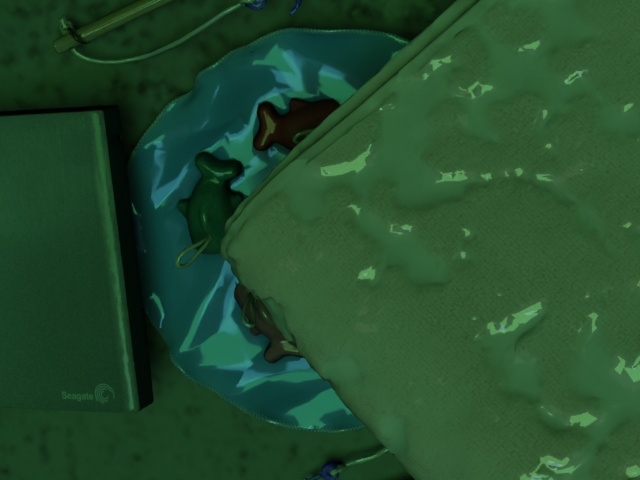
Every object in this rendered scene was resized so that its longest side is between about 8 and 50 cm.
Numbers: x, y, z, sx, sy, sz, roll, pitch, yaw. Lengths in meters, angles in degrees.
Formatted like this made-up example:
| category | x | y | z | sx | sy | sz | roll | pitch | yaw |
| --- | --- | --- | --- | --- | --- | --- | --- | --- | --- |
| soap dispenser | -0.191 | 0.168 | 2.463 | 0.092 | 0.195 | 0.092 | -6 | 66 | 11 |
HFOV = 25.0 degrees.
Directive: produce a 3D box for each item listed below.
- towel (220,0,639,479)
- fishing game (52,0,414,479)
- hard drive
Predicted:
| category | x | y | z | sx | sy | sz | roll | pitch | yaw |
| --- | --- | --- | --- | --- | --- | --- | --- | --- | --- |
| towel | 0.172 | 0.008 | 0.523 | 0.317 | 0.053 | 0.332 | -45 | 70 | 5 |
| fishing game | 0.000 | 0.000 | 0.633 | 0.189 | 0.041 | 0.264 | -18 | 99 | 14 |
| hard drive | -0.125 | 0.009 | 0.648 | 0.094 | 0.022 | 0.135 | -1 | 102 | 24 |
